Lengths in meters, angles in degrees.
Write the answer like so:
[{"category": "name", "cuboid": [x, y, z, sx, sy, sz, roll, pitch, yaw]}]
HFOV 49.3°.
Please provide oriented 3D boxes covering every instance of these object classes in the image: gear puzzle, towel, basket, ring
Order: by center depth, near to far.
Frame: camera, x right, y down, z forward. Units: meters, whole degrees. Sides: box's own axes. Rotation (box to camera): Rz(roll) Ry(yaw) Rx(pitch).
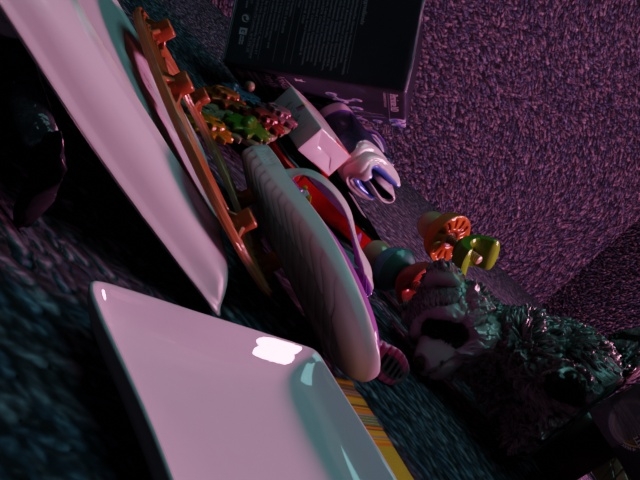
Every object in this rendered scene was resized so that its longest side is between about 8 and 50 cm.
[{"category": "towel", "cuboid": [0.052, 0.220, 0.645, 0.102, 0.021, 0.237, 23, 25, -50]}, {"category": "ring", "cuboid": [-0.115, -0.096, 0.767, 0.336, 0.032, 0.337, 155, -90, -89]}, {"category": "gear puzzle", "cuboid": [-0.150, -0.224, 1.197, 0.175, 0.044, 0.339, 30, 23, 4]}, {"category": "basket", "cuboid": [0.413, 0.291, 1.214, 0.204, 0.154, 0.227, -19, 63, -25]}]

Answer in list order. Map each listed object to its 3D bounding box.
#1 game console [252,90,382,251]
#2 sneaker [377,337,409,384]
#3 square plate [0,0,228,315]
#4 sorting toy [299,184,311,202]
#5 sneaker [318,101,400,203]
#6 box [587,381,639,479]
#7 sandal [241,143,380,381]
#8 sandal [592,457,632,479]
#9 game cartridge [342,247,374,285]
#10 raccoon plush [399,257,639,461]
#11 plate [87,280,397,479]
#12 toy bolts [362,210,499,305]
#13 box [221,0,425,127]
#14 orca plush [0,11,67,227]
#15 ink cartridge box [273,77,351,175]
[{"category": "game console", "cuboid": [-0.026, -0.137, 1.437, 0.342, 0.060, 0.386, 42, 13, -33]}, {"category": "sneaker", "cuboid": [0.065, 0.137, 0.891, 0.119, 0.047, 0.057, 42, 2, -17]}, {"category": "square plate", "cuboid": [-0.188, -0.144, 0.694, 0.347, 0.049, 0.344, 62, 0, -33]}, {"category": "sorting toy", "cuboid": [-0.059, -0.076, 1.177, 0.075, 0.045, 0.083, 18, 24, -22]}, {"category": "sneaker", "cuboid": [0.109, -0.158, 1.605, 0.236, 0.130, 0.323, 63, 13, 26]}, {"category": "box", "cuboid": [0.543, 0.369, 1.019, 0.395, 0.097, 0.318, 23, 38, -60]}, {"category": "sandal", "cuboid": [-0.001, -0.012, 0.850, 0.416, 0.102, 0.169, -122, -161, -47]}, {"category": "sandal", "cuboid": [0.590, 0.456, 1.463, 0.060, 0.090, 0.219, 63, -2, -24]}, {"category": "game cartridge", "cuboid": [0.060, 0.048, 1.194, 0.056, 0.017, 0.083, 29, 20, -39]}, {"category": "raccoon plush", "cuboid": [0.326, 0.154, 1.125, 0.446, 0.216, 0.299, -7, 50, -46]}, {"category": "plate", "cuboid": [-0.029, 0.168, 0.495, 0.277, 0.045, 0.278, 29, 20, -51]}, {"category": "toy bolts", "cuboid": [0.185, 0.059, 1.308, 0.228, 0.218, 0.158, -12, 36, -36]}, {"category": "box", "cuboid": [0.021, -0.418, 1.566, 0.395, 0.212, 0.293, 10, -4, 8]}, {"category": "orca plush", "cuboid": [-0.288, -0.123, 0.583, 0.287, 0.102, 0.151, 63, -25, 28]}, {"category": "ink cartridge box", "cuboid": [-0.030, -0.235, 1.429, 0.115, 0.067, 0.198, 36, 17, -48]}]
